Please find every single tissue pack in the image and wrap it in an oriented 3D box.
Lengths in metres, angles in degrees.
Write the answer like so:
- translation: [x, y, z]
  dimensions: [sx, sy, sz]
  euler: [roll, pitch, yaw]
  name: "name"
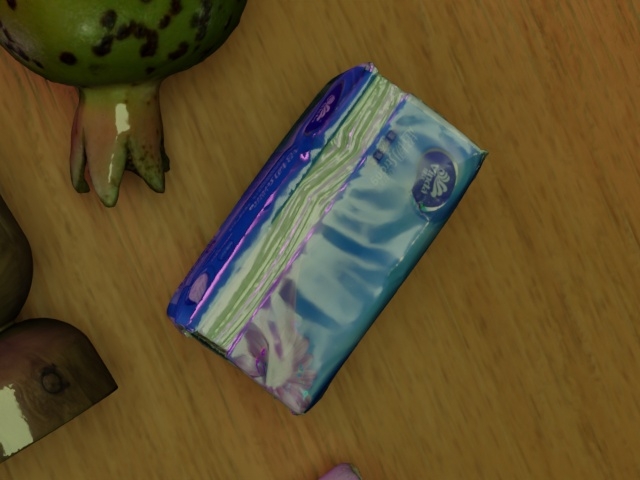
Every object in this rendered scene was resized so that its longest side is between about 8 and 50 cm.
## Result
- translation: [0.000, 0.000, 1.655]
  dimensions: [0.146, 0.198, 0.263]
  euler: [37, 86, -6]
  name: "tissue pack"

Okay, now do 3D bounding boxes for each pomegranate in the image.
- translation: [-0.157, -0.198, 1.659]
  dimensions: [0.231, 0.231, 0.286]
  euler: [-26, 120, -6]
  name: "pomegranate"

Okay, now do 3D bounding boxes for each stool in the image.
- translation: [-0.311, 0.057, 1.633]
  dimensions: [0.179, 0.179, 0.264]
  euler: [-32, 91, -6]
  name: "stool"

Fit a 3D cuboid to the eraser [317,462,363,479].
- translation: [0.089, 0.379, 1.645]
  dimensions: [0.150, 0.331, 0.331]
  euler: [-39, 92, -4]
  name: "eraser"
